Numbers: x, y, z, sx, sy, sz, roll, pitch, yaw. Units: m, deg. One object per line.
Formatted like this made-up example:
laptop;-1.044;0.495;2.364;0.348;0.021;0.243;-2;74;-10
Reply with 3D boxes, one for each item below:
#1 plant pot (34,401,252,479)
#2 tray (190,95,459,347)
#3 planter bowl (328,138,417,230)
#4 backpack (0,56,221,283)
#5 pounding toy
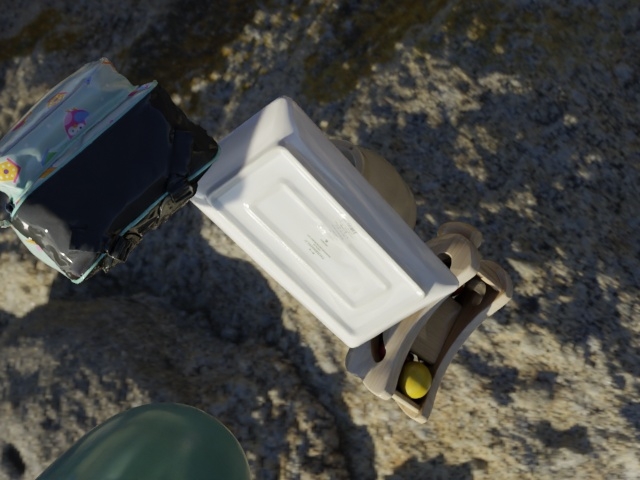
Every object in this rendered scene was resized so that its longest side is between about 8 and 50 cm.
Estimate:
plant pot;-0.217;0.350;1.158;0.293;0.235;0.293;9;120;16
tray;0.000;0.000;0.857;0.145;0.270;0.030;-33;28;23
planter bowl;0.021;-0.049;1.058;0.162;0.109;0.162;-11;55;17
backpack;-0.189;-0.056;0.752;0.144;0.188;0.166;44;77;-8
pounding toy;0.162;0.094;1.091;0.154;0.155;0.270;-3;56;55
